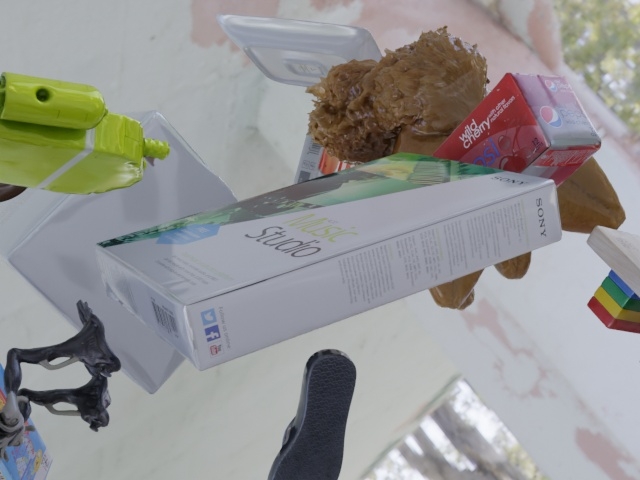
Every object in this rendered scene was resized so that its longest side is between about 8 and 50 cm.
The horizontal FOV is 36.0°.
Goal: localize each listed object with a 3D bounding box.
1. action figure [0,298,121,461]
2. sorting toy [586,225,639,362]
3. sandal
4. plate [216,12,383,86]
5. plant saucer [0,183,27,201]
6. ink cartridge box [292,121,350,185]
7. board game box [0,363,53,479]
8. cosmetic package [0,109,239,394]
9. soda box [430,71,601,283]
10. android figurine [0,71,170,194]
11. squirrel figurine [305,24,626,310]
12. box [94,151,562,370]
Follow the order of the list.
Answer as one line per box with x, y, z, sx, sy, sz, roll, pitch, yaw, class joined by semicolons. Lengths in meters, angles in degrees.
-0.335;0.163;0.937;0.275;0.141;0.164;-23;-46;-30;action figure
0.446;0.110;1.118;0.255;0.257;0.089;11;-61;-32;sorting toy
-0.009;0.272;1.390;0.097;0.054;0.254;16;-80;-20;sandal
-0.020;-0.326;1.771;0.277;0.278;0.045;37;-117;-72;plate
-0.469;-0.137;1.391;0.168;0.168;0.029;-22;7;-39;plant saucer
0.021;-0.113;1.616;0.179;0.045;0.145;14;-88;-61;ink cartridge box
-0.554;0.241;1.327;0.308;0.302;0.086;85;-167;-49;board game box
-0.341;0.003;1.688;0.327;0.329;0.393;-47;23;-15;cosmetic package
0.161;-0.055;1.011;0.083;0.092;0.263;-4;-30;-36;soda box
-0.285;-0.097;0.955;0.273;0.056;0.248;7;-14;-30;android figurine
0.161;-0.102;1.403;0.281;0.397;0.370;-31;4;-11;squirrel figurine
0.000;0.000;0.814;0.322;0.058;0.232;-17;18;-25;box
